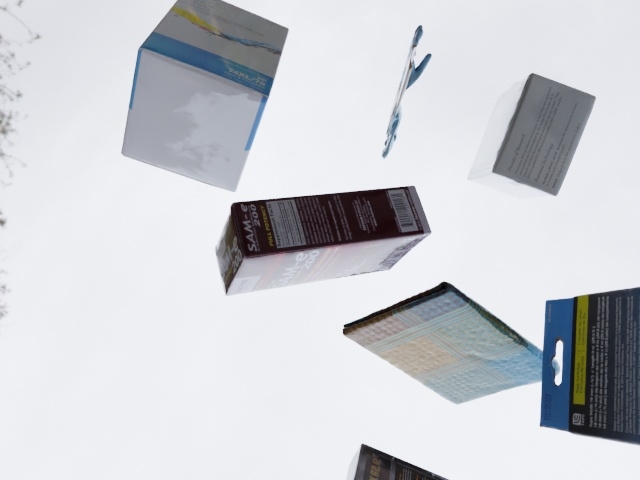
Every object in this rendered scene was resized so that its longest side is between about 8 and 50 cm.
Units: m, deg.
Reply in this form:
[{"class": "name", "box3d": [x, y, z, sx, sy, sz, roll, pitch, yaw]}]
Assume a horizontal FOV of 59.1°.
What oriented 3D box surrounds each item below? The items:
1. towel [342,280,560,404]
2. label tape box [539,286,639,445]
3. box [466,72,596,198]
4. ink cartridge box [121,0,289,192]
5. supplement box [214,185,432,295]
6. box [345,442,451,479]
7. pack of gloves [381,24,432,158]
[{"class": "towel", "box3d": [0.262, 0.214, 1.115, 0.272, 0.370, 0.040, -30, -143, 38]}, {"class": "label tape box", "box3d": [0.508, 0.203, 0.900, 0.106, 0.334, 0.240, 13, -104, -15]}, {"class": "box", "box3d": [0.366, -0.177, 1.005, 0.119, 0.181, 0.181, 21, -87, 0]}, {"class": "ink cartridge box", "box3d": [-0.187, -0.261, 0.959, 0.197, 0.198, 0.270, 18, -139, -11]}, {"class": "supplement box", "box3d": [0.000, 0.000, 0.705, 0.240, 0.130, 0.073, -7, -112, -22]}, {"class": "box", "box3d": [0.107, 0.373, 0.665, 0.183, 0.056, 0.231, 22, -153, 1]}, {"class": "pack of gloves", "box3d": [0.170, -0.277, 1.083, 0.046, 0.232, 0.195, 14, -132, 1]}]
